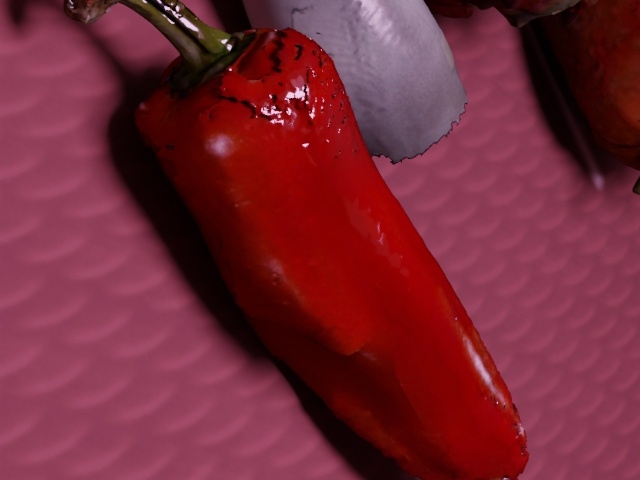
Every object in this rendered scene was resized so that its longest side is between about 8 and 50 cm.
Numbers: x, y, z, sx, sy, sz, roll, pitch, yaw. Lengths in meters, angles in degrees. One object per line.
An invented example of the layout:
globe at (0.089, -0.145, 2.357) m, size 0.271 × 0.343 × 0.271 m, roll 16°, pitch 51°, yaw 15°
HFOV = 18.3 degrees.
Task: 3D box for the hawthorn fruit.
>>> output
hawthorn fruit at (0.253, -0.150, 1.387) m, size 0.224 × 0.224 × 0.260 m, roll 23°, pitch 71°, yaw -51°

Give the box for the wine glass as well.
wine glass at (0.043, -0.203, 1.021) m, size 0.309 × 0.264 × 0.096 m, roll 56°, pitch 28°, yaw -27°

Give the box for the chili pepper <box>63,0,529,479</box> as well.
chili pepper at (0.000, 0.000, 1.015) m, size 0.387 × 0.110 × 0.110 m, roll 58°, pitch 35°, yaw -26°

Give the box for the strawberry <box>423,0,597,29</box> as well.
strawberry at (0.117, -0.322, 1.187) m, size 0.295 × 0.317 × 0.345 m, roll -27°, pitch 81°, yaw -20°
